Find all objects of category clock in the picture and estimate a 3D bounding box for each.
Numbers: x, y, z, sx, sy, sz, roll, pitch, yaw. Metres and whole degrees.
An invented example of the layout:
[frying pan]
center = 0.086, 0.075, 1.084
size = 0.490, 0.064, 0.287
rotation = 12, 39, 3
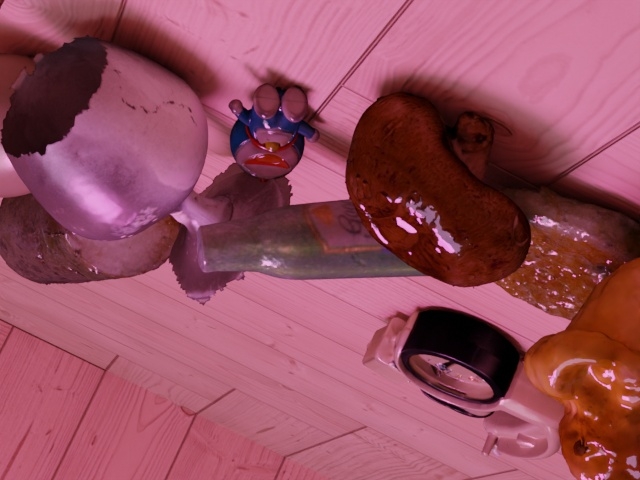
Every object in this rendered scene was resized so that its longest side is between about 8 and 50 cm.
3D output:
[clock]
center = 0.268, 0.230, 2.302
size = 0.379, 0.120, 0.276
rotation = 34, 157, -13

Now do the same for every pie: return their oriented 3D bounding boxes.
[pie]
center = 0.271, 0.011, 1.735
size = 0.277, 0.078, 0.277
rotation = 26, 160, 10

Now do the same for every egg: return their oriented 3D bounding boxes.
[egg]
center = -0.403, -0.148, 1.959
size = 0.241, 0.186, 0.186
rotation = 3, 152, 43

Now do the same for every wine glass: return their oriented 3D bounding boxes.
[wine glass]
center = -0.211, -0.090, 1.823
size = 0.238, 0.238, 0.323
rotation = 6, 152, 45

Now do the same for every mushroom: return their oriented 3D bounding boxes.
[mushroom]
center = 0.112, -0.040, 1.604
size = 0.231, 0.138, 0.194
rotation = 47, 146, 13

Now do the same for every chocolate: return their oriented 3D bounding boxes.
[chocolate]
center = 0.000, 0.000, 1.786
size = 0.291, 0.110, 0.110
rotation = -4, 168, -15

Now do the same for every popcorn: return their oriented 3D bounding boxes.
[popcorn]
center = 0.388, 0.153, 1.577
size = 0.297, 0.316, 0.281
rotation = 60, 172, -30

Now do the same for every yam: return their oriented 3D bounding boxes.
[yam]
center = -0.351, -0.031, 2.230
size = 0.195, 0.195, 0.300
rotation = 34, 159, -28

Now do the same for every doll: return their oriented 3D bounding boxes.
[doll]
center = -0.057, -0.124, 1.752
size = 0.114, 0.085, 0.152
rotation = 8, 154, -10

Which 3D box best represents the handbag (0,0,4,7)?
[handbag]
center = -0.440, -0.318, 1.712
size = 0.151, 0.072, 0.193
rotation = 12, 157, 34
